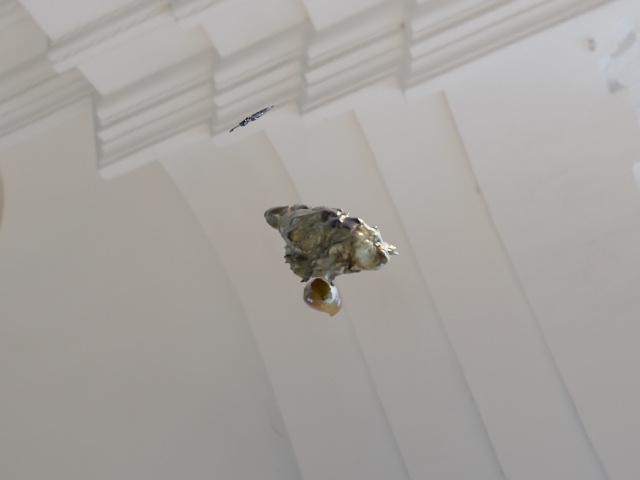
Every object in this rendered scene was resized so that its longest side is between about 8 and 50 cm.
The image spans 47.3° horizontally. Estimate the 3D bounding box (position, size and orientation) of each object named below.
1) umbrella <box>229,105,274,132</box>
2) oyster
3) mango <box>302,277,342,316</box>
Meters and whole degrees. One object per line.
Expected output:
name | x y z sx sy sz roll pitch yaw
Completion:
umbrella | -0.127 -0.233 1.387 0.122 0.013 0.022 -39 -174 -35
oyster | 0.007 -0.002 1.405 0.337 0.197 0.133 22 -74 62
mango | 0.004 0.103 1.367 0.077 0.127 0.063 31 -92 11
